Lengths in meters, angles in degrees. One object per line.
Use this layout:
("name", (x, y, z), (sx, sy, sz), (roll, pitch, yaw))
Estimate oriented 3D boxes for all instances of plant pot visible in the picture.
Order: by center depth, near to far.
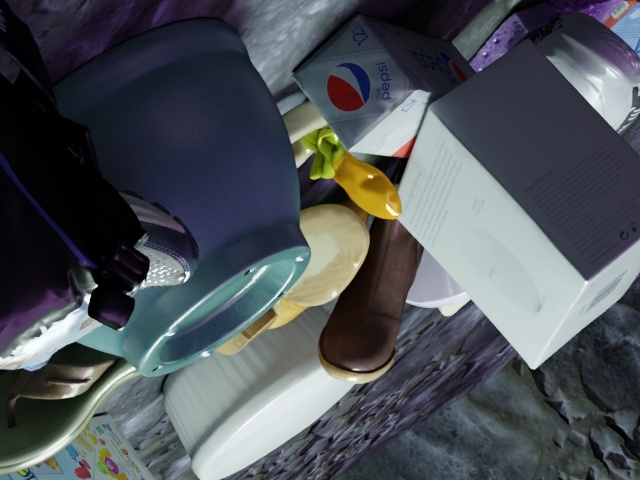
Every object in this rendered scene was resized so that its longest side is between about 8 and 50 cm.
("plant pot", (-0.131, -0.013, 1.641), (0.293, 0.196, 0.293), (-34, 165, -10))

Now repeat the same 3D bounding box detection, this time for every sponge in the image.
("sponge", (0.252, -0.229, 2.224), (0.210, 0.031, 0.117), (-22, 160, -45))

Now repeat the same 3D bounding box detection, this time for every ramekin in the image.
("ramekin", (-0.078, 0.176, 2.522), (0.273, 0.127, 0.273), (-34, 166, -10))

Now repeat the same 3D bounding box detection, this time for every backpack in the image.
("backpack", (-0.229, -0.020, 1.281), (0.213, 0.276, 0.263), (-35, 173, 9))

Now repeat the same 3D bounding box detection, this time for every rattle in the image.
("rattle", (-0.034, -0.049, 1.897), (0.130, 0.143, 0.199), (-24, -179, 32))

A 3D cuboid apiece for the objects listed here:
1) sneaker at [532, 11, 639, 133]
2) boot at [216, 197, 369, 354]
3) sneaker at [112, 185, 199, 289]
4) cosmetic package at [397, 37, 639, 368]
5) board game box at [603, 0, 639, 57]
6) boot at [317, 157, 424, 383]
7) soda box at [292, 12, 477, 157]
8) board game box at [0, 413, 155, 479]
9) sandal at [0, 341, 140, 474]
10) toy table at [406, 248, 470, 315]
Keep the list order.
("sneaker", (0.223, -0.092, 2.150), (0.210, 0.137, 0.366), (-51, 176, -21))
("boot", (0.000, 0.001, 2.178), (0.295, 0.104, 0.211), (-42, -179, 45))
("sneaker", (-0.228, 0.041, 1.456), (0.283, 0.122, 0.110), (-5, 144, 2))
("cosmetic package", (0.203, -0.033, 1.928), (0.138, 0.225, 0.224), (-37, 166, -22))
("board game box", (0.386, -0.257, 2.472), (0.145, 0.027, 0.281), (-43, 165, 27))
("boot", (0.065, 0.025, 2.256), (0.248, 0.090, 0.207), (-61, 164, -58))
("soda box", (0.082, -0.143, 1.949), (0.091, 0.098, 0.286), (-41, 166, 17))
("board game box", (-0.323, 0.312, 2.323), (0.142, 0.144, 0.275), (-42, 165, 19))
("sandal", (-0.248, 0.114, 1.995), (0.303, 0.120, 0.086), (-38, 138, -4))
("toy table", (0.216, -0.013, 2.449), (0.274, 0.252, 0.161), (-31, 153, 20))
